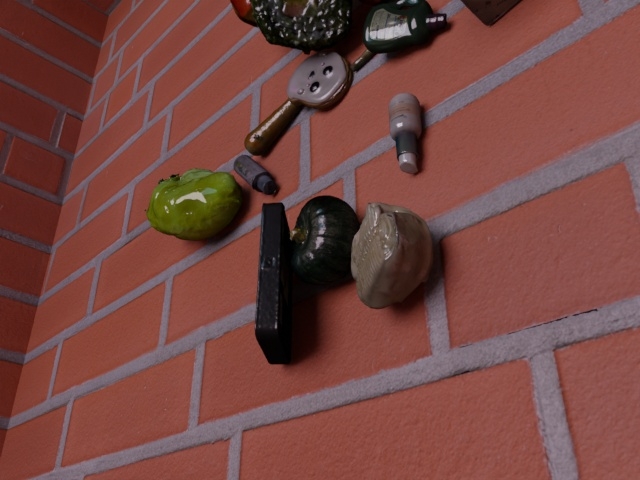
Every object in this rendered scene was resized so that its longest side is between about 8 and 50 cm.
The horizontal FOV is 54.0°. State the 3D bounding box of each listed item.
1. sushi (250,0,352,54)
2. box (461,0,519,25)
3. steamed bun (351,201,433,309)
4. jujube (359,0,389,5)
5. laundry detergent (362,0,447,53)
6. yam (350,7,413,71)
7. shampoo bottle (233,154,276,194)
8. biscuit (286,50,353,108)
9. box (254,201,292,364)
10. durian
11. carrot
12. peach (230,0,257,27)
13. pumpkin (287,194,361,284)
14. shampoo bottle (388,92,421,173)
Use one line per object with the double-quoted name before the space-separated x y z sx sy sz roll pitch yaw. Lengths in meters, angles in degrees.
"sushi" -0.055 -0.708 1.754 0.178 0.294 0.351 -84 -7 -79
"box" 0.337 -0.656 1.312 0.225 0.297 0.190 -35 46 33
"steamed bun" 0.153 0.028 1.267 0.211 0.144 0.218 -97 18 -46
"jujube" 0.152 -0.706 1.656 0.155 0.155 0.230 -28 34 37
"laundry detergent" 0.217 -0.542 1.558 0.222 0.078 0.144 1 69 39
"yam" 0.165 -0.538 1.668 0.234 0.027 0.029 -40 62 27
"shampoo bottle" -0.192 -0.192 1.856 0.072 0.072 0.214 -58 38 8
"biscuit" -0.004 -0.457 1.772 0.208 0.049 0.181 26 84 43
"box" -0.103 0.100 1.481 0.058 0.211 0.350 -4 60 5
"durian" -0.384 -0.114 1.931 0.340 0.204 0.255 16 71 51
"carrot" -0.116 -0.373 1.877 0.298 0.078 0.078 -46 41 15
"peach" -0.138 -0.830 1.983 0.242 0.306 0.380 -35 40 42
"pumpkin" 0.003 -0.001 1.446 0.212 0.152 0.211 -34 41 37
"shampoo bottle" 0.193 -0.244 1.426 0.074 0.074 0.192 -24 53 40
